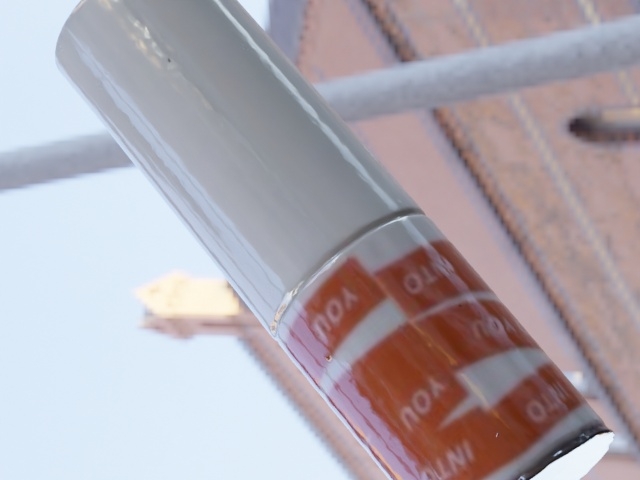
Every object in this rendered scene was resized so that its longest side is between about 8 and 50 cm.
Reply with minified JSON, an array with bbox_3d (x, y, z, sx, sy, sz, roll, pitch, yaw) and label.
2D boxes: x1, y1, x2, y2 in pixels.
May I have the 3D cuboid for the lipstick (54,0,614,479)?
[{"bbox_3d":[0.000,0.000,0.367,0.130,0.038,0.038,50,-154,20],"label":"lipstick"}]
